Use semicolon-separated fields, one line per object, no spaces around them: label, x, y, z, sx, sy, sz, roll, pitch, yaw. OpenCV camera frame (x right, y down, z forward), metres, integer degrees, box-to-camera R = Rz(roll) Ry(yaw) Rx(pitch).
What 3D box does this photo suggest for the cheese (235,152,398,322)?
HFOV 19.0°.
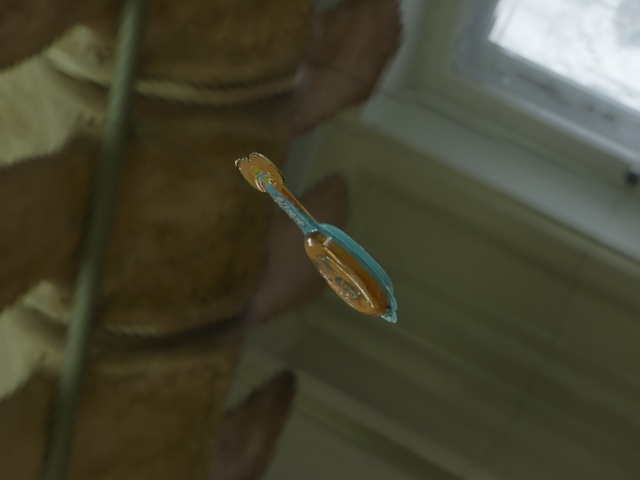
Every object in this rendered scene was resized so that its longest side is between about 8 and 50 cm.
cheese;0.001;-0.001;0.926;0.017;0.111;0.047;-46;10;-24
